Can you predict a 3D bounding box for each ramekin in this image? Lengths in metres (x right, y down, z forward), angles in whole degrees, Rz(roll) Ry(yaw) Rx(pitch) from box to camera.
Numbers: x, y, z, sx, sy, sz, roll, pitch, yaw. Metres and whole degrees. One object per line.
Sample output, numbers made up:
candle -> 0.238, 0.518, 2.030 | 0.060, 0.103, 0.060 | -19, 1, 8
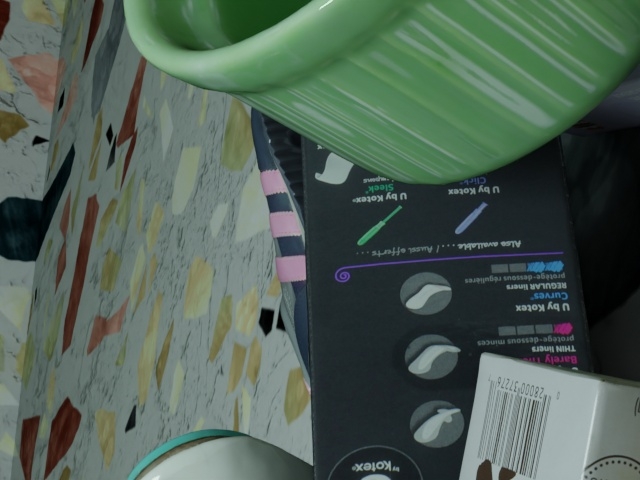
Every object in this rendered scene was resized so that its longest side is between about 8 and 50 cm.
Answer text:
ramekin -> 0.057, -0.174, 0.880 | 0.303, 0.148, 0.303 | -36, 37, 32

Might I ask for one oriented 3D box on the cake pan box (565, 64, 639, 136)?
cake pan box -> 0.192, -0.186, 0.957 | 0.267, 0.070, 0.245 | 178, 101, -71

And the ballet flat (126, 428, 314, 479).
ballet flat -> -0.023, 0.253, 1.092 | 0.400, 0.139, 0.139 | 80, -173, -54

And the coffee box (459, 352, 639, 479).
coffee box -> 0.131, 0.208, 0.728 | 0.119, 0.168, 0.297 | -174, 95, -72

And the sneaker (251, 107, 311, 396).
sneaker -> 0.000, 0.000, 1.311 | 0.131, 0.112, 0.319 | 115, 152, -44

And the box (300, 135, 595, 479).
box -> 0.067, 0.079, 0.963 | 0.165, 0.143, 0.270 | 83, -176, -53
